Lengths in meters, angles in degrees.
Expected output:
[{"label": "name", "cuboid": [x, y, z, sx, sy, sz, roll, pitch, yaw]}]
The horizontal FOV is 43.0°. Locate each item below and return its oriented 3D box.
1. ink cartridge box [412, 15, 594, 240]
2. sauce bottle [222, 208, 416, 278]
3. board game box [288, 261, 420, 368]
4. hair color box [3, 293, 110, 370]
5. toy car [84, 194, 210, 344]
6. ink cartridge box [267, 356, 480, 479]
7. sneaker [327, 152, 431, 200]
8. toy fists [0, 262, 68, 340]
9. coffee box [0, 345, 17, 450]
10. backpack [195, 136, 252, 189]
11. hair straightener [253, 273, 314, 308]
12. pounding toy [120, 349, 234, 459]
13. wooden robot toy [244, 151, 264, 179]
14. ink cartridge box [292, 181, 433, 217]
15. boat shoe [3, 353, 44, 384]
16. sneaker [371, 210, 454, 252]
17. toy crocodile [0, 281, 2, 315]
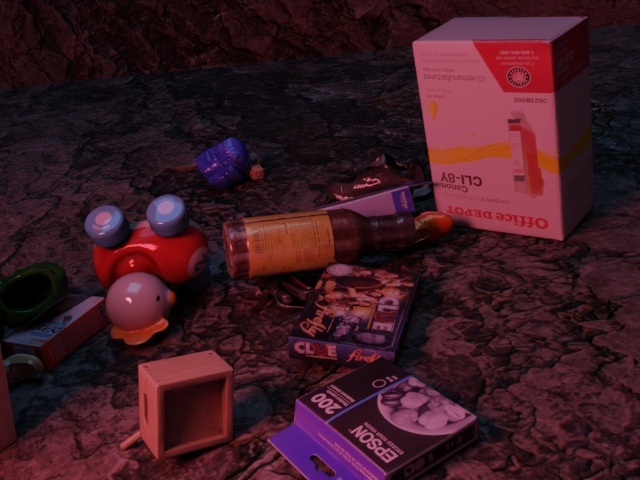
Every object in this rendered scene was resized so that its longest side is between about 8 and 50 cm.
[{"label": "ink cartridge box", "cuboid": [0.352, -0.212, 1.535, 0.279, 0.385, 0.160, 10, 35, 38]}, {"label": "sauce bottle", "cuboid": [0.000, 0.000, 1.461, 0.344, 0.111, 0.111, -6, 23, -10]}, {"label": "board game box", "cuboid": [0.062, 0.118, 1.314, 0.165, 0.042, 0.243, 7, 28, 13]}, {"label": "hair color box", "cuboid": [-0.465, 0.160, 1.450, 0.093, 0.053, 0.167, 2, 26, 28]}, {"label": "toy car", "cuboid": [-0.299, 0.084, 1.441, 0.210, 0.219, 0.238, -10, 53, 0]}, {"label": "ink cartridge box", "cuboid": [0.062, 0.247, 1.064, 0.208, 0.045, 0.206, -25, 28, -26]}, {"label": "sneaker", "cuboid": [0.125, -0.144, 1.807, 0.234, 0.106, 0.078, -2, 25, 18]}, {"label": "toy fists", "cuboid": [-0.578, 0.131, 1.451, 0.279, 0.096, 0.142, -35, 16, -10]}, {"label": "coffee box", "cuboid": [-0.666, 0.162, 1.092, 0.334, 0.338, 0.337, 28, 41, 29]}, {"label": "backpack", "cuboid": [-0.231, -0.191, 2.032, 0.120, 0.101, 0.098, -33, -22, 13]}, {"label": "hair straightener", "cuboid": [-0.073, 0.092, 1.465, 0.089, 0.047, 0.230, -21, 31, -22]}, {"label": "pounding toy", "cuboid": [-0.199, 0.233, 1.118, 0.130, 0.141, 0.100, -7, 20, -30]}, {"label": "wooden robot toy", "cuboid": [-0.182, -0.209, 2.123, 0.079, 0.076, 0.173, -12, 22, -31]}, {"label": "ink cartridge box", "cuboid": [0.062, -0.056, 1.635, 0.311, 0.065, 0.186, -18, 5, -11]}, {"label": "boat shoe", "cuboid": [-0.523, 0.223, 1.349, 0.135, 0.050, 0.045, -13, 26, 19]}, {"label": "sneaker", "cuboid": [0.172, -0.008, 1.561, 0.175, 0.064, 0.067, -16, 27, 13]}, {"label": "toy crocodile", "cuboid": [-0.722, 0.131, 1.552, 0.340, 0.105, 0.115, -13, 25, -7]}]
